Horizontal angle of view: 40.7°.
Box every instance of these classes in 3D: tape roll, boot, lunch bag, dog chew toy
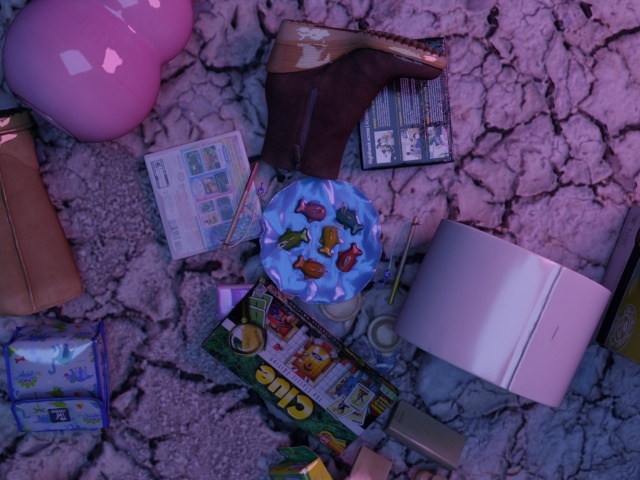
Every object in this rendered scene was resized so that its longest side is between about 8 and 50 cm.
[{"bbox_3d":[0.240,0.094,1.154,0.246,0.246,0.169,24,90,-3],"label":"tape roll"},{"bbox_3d":[0.040,-0.184,1.188,0.248,0.090,0.207,12,110,14],"label":"boot"},{"bbox_3d":[-0.452,-0.020,1.130,0.236,0.089,0.270,-18,111,-27],"label":"boot"},{"bbox_3d":[-0.366,0.198,1.212,0.128,0.096,0.151,-2,107,-5],"label":"lunch bag"},{"bbox_3d":[-0.265,-0.295,1.145,0.206,0.206,0.332,36,83,-3],"label":"dog chew toy"}]

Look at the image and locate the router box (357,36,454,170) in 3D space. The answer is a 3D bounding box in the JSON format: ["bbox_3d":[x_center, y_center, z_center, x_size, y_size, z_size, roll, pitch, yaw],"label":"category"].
[{"bbox_3d":[0.117,-0.195,1.234,0.133,0.046,0.179,-5,92,-1],"label":"router box"}]

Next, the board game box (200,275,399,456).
[{"bbox_3d":[-0.028,0.183,1.228,0.259,0.030,0.136,40,108,-8],"label":"board game box"}]

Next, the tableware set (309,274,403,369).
[{"bbox_3d":[0.040,0.144,1.259,0.168,0.020,0.141,40,90,-2],"label":"tableware set"}]

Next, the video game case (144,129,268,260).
[{"bbox_3d":[-0.164,-0.065,1.242,0.143,0.019,0.157,-15,92,-2],"label":"video game case"}]

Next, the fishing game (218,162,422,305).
[{"bbox_3d":[0.000,0.000,1.225,0.264,0.041,0.189,22,85,-5],"label":"fishing game"}]

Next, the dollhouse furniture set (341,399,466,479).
[{"bbox_3d":[0.104,0.335,1.266,0.144,0.123,0.151,31,56,-4],"label":"dollhouse furniture set"}]

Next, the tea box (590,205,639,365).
[{"bbox_3d":[0.575,0.113,1.130,0.328,0.323,0.220,22,91,-3],"label":"tea box"}]

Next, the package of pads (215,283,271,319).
[{"bbox_3d":[-0.110,0.088,1.244,0.083,0.032,0.050,-1,96,-2],"label":"package of pads"}]

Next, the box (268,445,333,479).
[{"bbox_3d":[-0.006,0.373,1.223,0.043,0.105,0.179,-31,92,-33],"label":"box"}]
